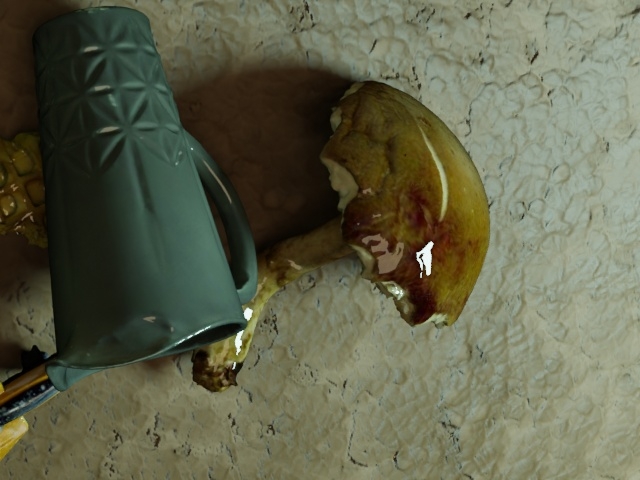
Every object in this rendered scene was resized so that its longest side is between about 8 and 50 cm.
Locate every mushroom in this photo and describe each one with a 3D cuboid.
[{"bbox_3d":[0.007,-0.013,1.406,0.301,0.208,0.233,-13,70,-4],"label":"mushroom"}]

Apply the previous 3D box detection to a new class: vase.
[{"bbox_3d":[-0.155,-0.037,1.297,0.251,0.156,0.301,0,72,-50],"label":"vase"}]

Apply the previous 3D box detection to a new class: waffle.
[{"bbox_3d":[-0.231,-0.006,1.353,0.194,0.051,0.149,33,71,-20],"label":"waffle"}]

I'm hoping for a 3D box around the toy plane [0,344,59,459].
[{"bbox_3d":[-0.327,0.164,1.381,0.316,0.103,0.204,-35,117,-13],"label":"toy plane"}]
